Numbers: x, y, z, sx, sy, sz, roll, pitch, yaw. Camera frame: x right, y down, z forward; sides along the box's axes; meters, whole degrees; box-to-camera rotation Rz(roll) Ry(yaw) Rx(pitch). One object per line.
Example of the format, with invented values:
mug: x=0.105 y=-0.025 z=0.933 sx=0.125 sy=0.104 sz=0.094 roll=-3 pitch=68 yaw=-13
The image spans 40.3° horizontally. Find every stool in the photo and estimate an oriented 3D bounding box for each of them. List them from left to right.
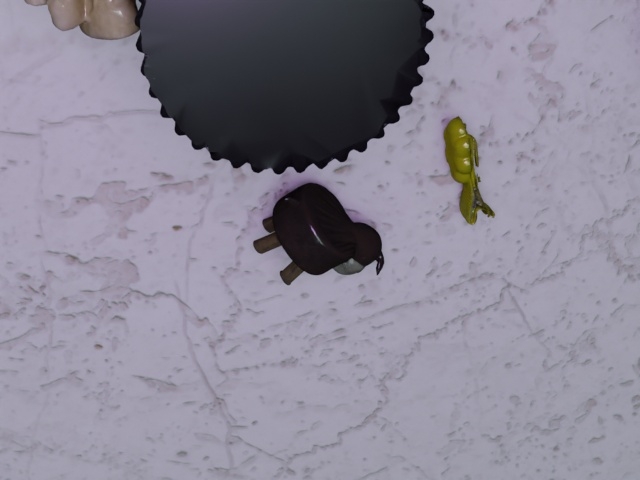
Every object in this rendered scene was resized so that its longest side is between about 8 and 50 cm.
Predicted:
stool: x=-0.060 y=-0.271 z=0.987 sx=0.297 sy=0.330 sz=0.297 roll=-5 pitch=118 yaw=-9
stool: x=0.000 y=0.000 z=1.267 sx=0.121 sy=0.125 sz=0.217 roll=-35 pitch=139 yaw=28

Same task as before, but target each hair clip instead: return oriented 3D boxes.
hair clip: x=0.213 y=-0.105 z=1.281 sx=0.046 sy=0.072 sz=0.173 roll=-23 pitch=128 yaw=-2

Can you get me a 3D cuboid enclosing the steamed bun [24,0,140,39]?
steamed bun: x=-0.329 y=-0.422 z=0.926 sx=0.189 sy=0.247 sz=0.428 roll=-13 pitch=107 yaw=-13
